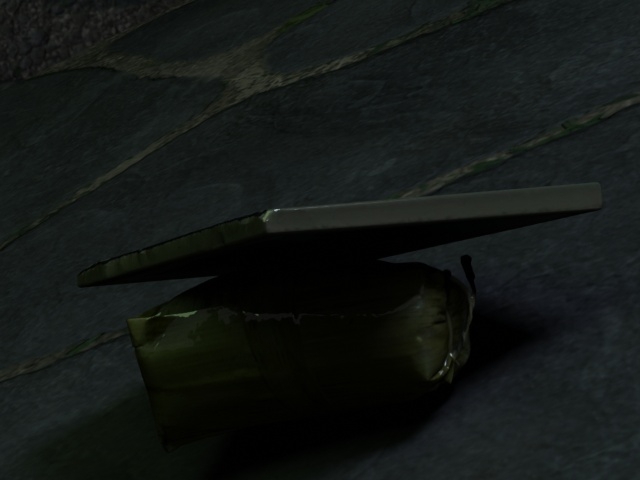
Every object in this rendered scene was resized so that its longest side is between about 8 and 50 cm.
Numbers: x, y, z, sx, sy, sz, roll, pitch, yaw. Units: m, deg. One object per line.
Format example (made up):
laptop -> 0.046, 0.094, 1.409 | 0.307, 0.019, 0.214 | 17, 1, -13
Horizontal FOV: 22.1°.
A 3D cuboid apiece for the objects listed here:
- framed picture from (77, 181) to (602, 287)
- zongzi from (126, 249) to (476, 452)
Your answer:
framed picture -> 0.000, 0.000, 0.986 | 0.213, 0.016, 0.289 | -5, -4, -28
zongzi -> 0.017, 0.047, 0.992 | 0.205, 0.094, 0.204 | -12, 6, 20
